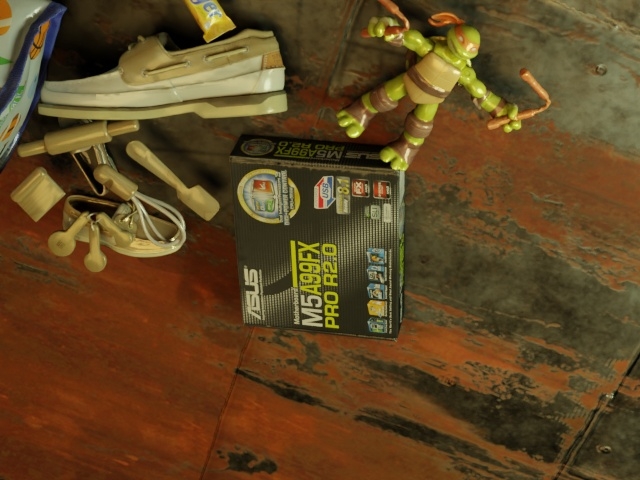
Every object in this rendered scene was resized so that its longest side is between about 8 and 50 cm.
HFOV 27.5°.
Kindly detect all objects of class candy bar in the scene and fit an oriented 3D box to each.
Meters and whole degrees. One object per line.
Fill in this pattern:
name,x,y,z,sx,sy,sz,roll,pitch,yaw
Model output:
candy bar,-0.158,-0.307,1.516,0.040,0.018,0.161,-34,98,-13

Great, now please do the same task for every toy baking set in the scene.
toy baking set,-0.268,-0.065,1.684,0.256,0.030,0.197,-16,112,11

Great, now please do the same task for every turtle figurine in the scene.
turtle figurine,0.113,-0.192,1.515,0.269,0.087,0.217,29,134,-17

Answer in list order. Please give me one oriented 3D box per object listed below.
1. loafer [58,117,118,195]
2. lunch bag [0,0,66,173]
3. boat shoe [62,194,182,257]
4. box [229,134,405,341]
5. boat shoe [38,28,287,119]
loafer,-0.304,-0.116,1.698,0.045,0.039,0.125,-16,119,24
lunch bag,-0.500,-0.216,1.548,0.327,0.239,0.385,29,158,-8
boat shoe,-0.266,-0.023,1.739,0.170,0.063,0.059,10,131,8
box,0.000,0.000,1.690,0.216,0.060,0.270,5,125,10
boat shoe,-0.192,-0.199,1.578,0.302,0.113,0.103,-3,99,2
